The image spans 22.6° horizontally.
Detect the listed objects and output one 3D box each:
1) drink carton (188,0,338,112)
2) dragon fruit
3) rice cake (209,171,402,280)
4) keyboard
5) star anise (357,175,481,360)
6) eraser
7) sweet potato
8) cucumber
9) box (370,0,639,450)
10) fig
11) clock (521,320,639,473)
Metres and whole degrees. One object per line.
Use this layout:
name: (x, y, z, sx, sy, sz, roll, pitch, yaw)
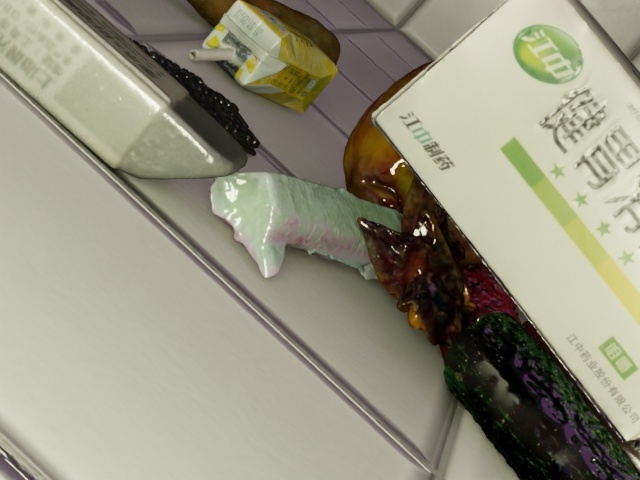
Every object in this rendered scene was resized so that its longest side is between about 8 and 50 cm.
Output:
drink carton: (-0.060, -0.184, 1.564, 0.084, 0.074, 0.200, 47, 11, 21)
dragon fruit: (0.128, 0.084, 1.321, 0.097, 0.063, 0.131, -2, 46, -30)
rice cake: (0.000, -0.003, 1.194, 0.290, 0.051, 0.081, 11, 67, -67)
keyboard: (-0.124, -0.124, 1.264, 0.072, 0.023, 0.231, 52, 15, 31)
star anise: (0.083, 0.038, 1.213, 0.157, 0.053, 0.212, 18, 53, -53)
eraser: (-0.195, -0.150, 1.034, 0.352, 0.061, 0.089, 42, 11, -2)
sweet potato: (-0.067, -0.235, 1.737, 0.273, 0.075, 0.075, 23, 22, -49)
cucumber: (0.175, 0.157, 1.118, 0.241, 0.074, 0.074, 52, 15, 29)
box: (0.214, -0.021, 1.209, 0.333, 0.173, 0.145, 53, 17, 12)
fig: (0.141, -0.059, 1.431, 0.263, 0.224, 0.224, 27, 18, -33)
clock: (0.283, 0.185, 1.357, 0.318, 0.080, 0.318, 36, 18, -13)
